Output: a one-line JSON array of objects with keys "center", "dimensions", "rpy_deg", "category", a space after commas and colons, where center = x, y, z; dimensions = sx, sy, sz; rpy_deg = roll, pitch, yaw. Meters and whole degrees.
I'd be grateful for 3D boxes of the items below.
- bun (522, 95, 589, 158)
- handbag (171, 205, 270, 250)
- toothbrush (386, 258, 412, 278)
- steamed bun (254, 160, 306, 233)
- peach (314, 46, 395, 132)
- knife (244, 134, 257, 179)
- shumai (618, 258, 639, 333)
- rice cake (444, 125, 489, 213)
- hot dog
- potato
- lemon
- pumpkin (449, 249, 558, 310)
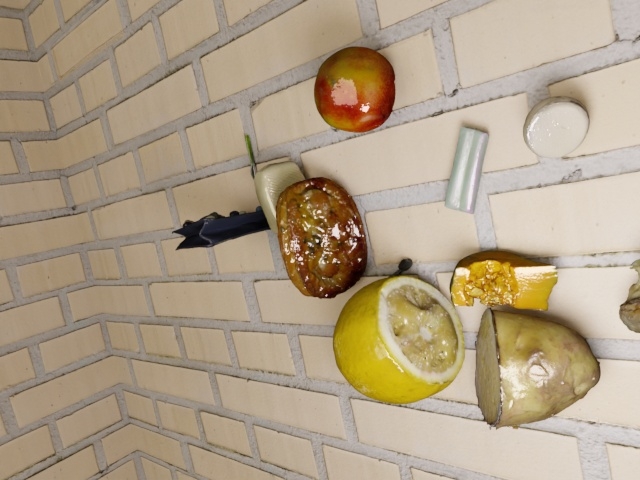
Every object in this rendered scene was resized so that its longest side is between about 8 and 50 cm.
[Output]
[{"center": [0.520, -0.259, 1.084], "dimensions": [0.138, 0.094, 0.138], "rpy_deg": [3, 120, 6], "category": "bun"}, {"center": [-0.343, -0.049, 1.721], "dimensions": [0.269, 0.326, 0.118], "rpy_deg": [-10, 94, 41], "category": "handbag"}, {"center": [0.187, 0.145, 1.523], "dimensions": [0.297, 0.031, 0.030], "rpy_deg": [-49, 44, 40], "category": "toothbrush"}, {"center": [-0.130, -0.138, 1.629], "dimensions": [0.153, 0.170, 0.238], "rpy_deg": [-22, 88, 60], "category": "steamed bun"}, {"center": [0.094, -0.407, 1.319], "dimensions": [0.231, 0.231, 0.230], "rpy_deg": [13, 110, 38], "category": "peach"}, {"center": [-0.255, -0.297, 1.778], "dimensions": [0.026, 0.022, 0.184], "rpy_deg": [-9, 98, 15], "category": "knife"}, {"center": [0.718, 0.109, 0.997], "dimensions": [0.209, 0.162, 0.152], "rpy_deg": [131, 135, -61], "category": "shumai"}, {"center": [0.381, -0.181, 1.254], "dimensions": [0.080, 0.042, 0.221], "rpy_deg": [22, 115, 36], "category": "rice cake"}, {"center": [0.000, 0.000, 1.504], "dimensions": [0.174, 0.267, 0.387], "rpy_deg": [-151, 47, -76], "category": "hot dog"}, {"center": [0.520, 0.312, 1.163], "dimensions": [0.238, 0.289, 0.300], "rpy_deg": [1, 79, 5], "category": "potato"}, {"center": [0.191, 0.290, 1.359], "dimensions": [0.364, 0.364, 0.364], "rpy_deg": [13, 110, 38], "category": "lemon"}, {"center": [0.458, 0.097, 1.224], "dimensions": [0.248, 0.126, 0.130], "rpy_deg": [3, 106, 22], "category": "pumpkin"}]
